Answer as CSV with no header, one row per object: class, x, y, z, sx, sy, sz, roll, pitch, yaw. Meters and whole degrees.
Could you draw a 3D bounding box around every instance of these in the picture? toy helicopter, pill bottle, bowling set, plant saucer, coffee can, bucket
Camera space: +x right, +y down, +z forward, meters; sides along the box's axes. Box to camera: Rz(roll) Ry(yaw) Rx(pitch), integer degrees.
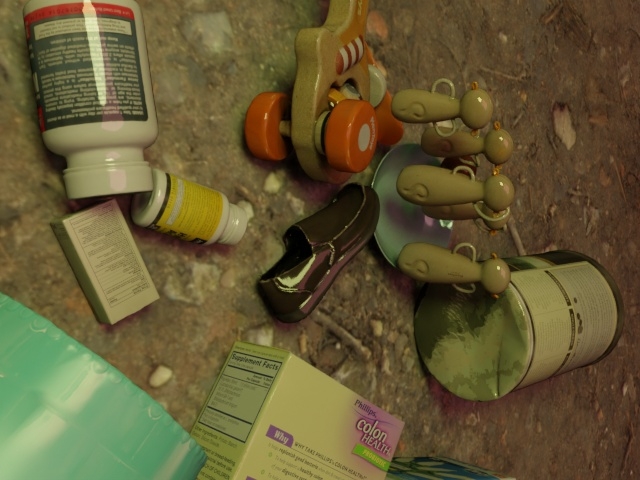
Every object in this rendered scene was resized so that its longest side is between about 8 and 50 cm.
toy helicopter,0.040,-0.247,0.773,0.235,0.140,0.354,-5,105,-62
pill bottle,-0.141,-0.031,0.670,0.116,0.065,0.065,19,77,-37
pill bottle,-0.213,-0.132,0.584,0.108,0.108,0.180,-10,96,-40
bowling set,0.207,-0.090,0.832,0.200,0.154,0.286,-38,129,-47
plant saucer,0.127,-0.046,0.910,0.195,0.037,0.194,2,87,-42
coffee can,0.312,0.123,0.957,0.275,0.202,0.201,-4,92,-40
bucket,-0.236,0.175,0.462,0.281,0.281,0.183,52,58,-27

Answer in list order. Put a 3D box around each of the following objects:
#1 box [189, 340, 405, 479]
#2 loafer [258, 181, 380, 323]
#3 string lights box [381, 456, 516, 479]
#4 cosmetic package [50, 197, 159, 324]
box,-0.046,0.275,0.711,0.213,0.117,0.243,38,67,-33
loafer,0.000,0.000,0.777,0.078,0.080,0.220,49,61,-29
string lights box,0.141,0.355,0.854,0.260,0.133,0.076,16,78,-39
cosmetic package,-0.217,0.021,0.621,0.060,0.041,0.115,-30,108,-37
